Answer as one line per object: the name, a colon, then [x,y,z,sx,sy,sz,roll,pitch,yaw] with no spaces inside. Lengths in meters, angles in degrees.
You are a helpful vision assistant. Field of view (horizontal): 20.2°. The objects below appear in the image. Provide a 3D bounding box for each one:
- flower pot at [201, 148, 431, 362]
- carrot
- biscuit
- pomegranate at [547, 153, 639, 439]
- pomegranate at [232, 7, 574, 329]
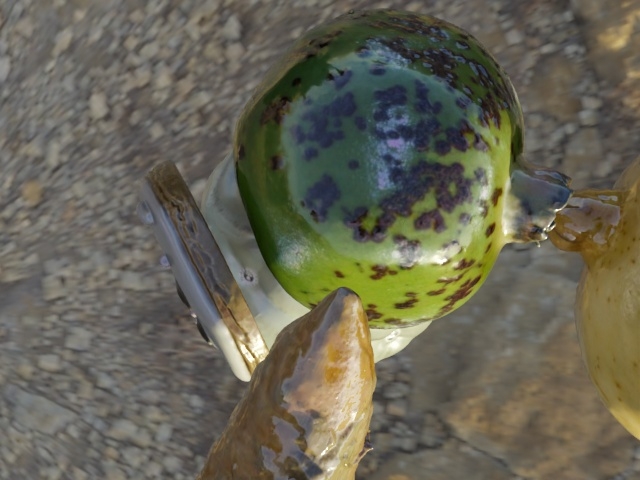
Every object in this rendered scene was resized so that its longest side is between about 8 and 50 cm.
flower pot: [0.000,0.000,1.687,0.246,0.246,0.195,-42,135,-13]
carrot: [-0.023,0.119,0.975,0.102,0.102,0.263,10,129,-14]
biscuit: [-0.098,0.028,1.473,0.049,0.208,0.181,-27,132,-2]
pomegranate: [0.407,0.039,1.773,0.410,0.410,0.410,1,88,-15]
pomegranate: [0.064,-0.052,1.419,0.271,0.254,0.254,19,82,13]
